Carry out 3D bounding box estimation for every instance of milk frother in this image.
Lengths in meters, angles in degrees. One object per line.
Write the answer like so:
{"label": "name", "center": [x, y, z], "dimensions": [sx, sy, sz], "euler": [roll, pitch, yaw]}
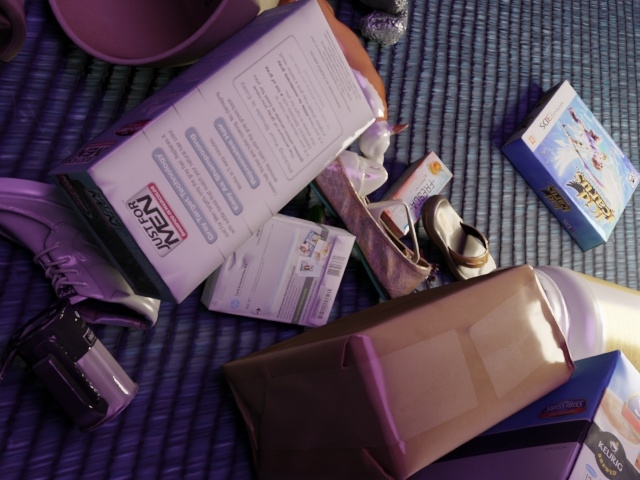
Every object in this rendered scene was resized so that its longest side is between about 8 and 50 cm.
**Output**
{"label": "milk frother", "center": [-0.309, 0.165, 0.959], "dimensions": [0.134, 0.143, 0.129], "euler": [56, 18, -16]}

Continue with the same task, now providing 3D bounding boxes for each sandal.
{"label": "sandal", "center": [0.243, 0.005, 1.408], "dimensions": [0.219, 0.060, 0.090], "euler": [52, 52, -34]}

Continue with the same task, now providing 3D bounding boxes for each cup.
{"label": "cup", "center": [-0.179, -0.388, 1.181], "dimensions": [0.237, 0.331, 0.331], "euler": [0, 68, -63]}

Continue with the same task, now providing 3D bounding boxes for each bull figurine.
{"label": "bull figurine", "center": [0.030, -0.258, 1.322], "dimensions": [0.101, 0.188, 0.310], "euler": [-30, 95, 1]}

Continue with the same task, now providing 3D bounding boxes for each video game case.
{"label": "video game case", "center": [0.510, -0.154, 1.699], "dimensions": [0.269, 0.061, 0.244], "euler": [49, 51, -8]}

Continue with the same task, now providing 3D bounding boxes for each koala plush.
{"label": "koala plush", "center": [0.067, -0.483, 1.463], "dimensions": [0.221, 0.196, 0.203], "euler": [7, 54, -33]}

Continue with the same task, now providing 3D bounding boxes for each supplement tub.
{"label": "supplement tub", "center": [0.410, 0.174, 1.361], "dimensions": [0.331, 0.241, 0.241], "euler": [16, 61, -29]}

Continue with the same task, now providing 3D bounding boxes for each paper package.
{"label": "paper package", "center": [0.093, 0.171, 1.086], "dimensions": [0.325, 0.309, 0.168], "euler": [-18, 88, -39]}

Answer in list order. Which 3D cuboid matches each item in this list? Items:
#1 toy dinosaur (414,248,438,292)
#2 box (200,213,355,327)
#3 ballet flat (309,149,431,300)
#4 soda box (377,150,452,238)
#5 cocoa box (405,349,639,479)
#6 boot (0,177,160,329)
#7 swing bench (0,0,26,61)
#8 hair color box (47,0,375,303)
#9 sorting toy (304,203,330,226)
{"label": "toy dinosaur", "center": [0.153, 0.064, 1.374], "dimensions": [0.082, 0.047, 0.090], "euler": [-13, 44, -30]}
{"label": "box", "center": [-0.057, 0.038, 1.173], "dimensions": [0.186, 0.038, 0.145], "euler": [12, 101, -31]}
{"label": "ballet flat", "center": [0.069, -0.054, 1.273], "dimensions": [0.316, 0.106, 0.107], "euler": [56, 12, -21]}
{"label": "soda box", "center": [0.144, -0.070, 1.398], "dimensions": [0.058, 0.063, 0.183], "euler": [50, 51, -9]}
{"label": "cocoa box", "center": [0.294, 0.331, 1.137], "dimensions": [0.231, 0.347, 0.228], "euler": [49, 50, -10]}
{"label": "boot", "center": [-0.300, 0.022, 1.017], "dimensions": [0.258, 0.095, 0.123], "euler": [22, 52, -27]}
{"label": "swing bench", "center": [-0.481, -0.384, 1.030], "dimensions": [0.255, 0.165, 0.253], "euler": [2, 68, -35]}
{"label": "hair color box", "center": [-0.115, -0.117, 1.029], "dimensions": [0.374, 0.114, 0.185], "euler": [-45, 119, -29]}
{"label": "sorting toy", "center": [0.000, 0.000, 1.265], "dimensions": [0.042, 0.061, 0.102], "euler": [17, 63, -29]}
